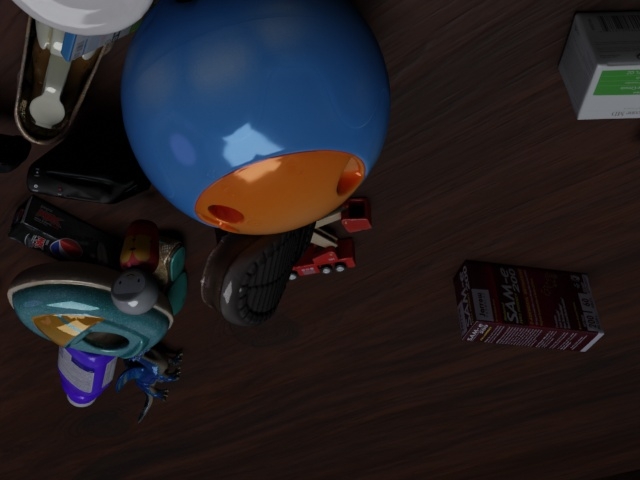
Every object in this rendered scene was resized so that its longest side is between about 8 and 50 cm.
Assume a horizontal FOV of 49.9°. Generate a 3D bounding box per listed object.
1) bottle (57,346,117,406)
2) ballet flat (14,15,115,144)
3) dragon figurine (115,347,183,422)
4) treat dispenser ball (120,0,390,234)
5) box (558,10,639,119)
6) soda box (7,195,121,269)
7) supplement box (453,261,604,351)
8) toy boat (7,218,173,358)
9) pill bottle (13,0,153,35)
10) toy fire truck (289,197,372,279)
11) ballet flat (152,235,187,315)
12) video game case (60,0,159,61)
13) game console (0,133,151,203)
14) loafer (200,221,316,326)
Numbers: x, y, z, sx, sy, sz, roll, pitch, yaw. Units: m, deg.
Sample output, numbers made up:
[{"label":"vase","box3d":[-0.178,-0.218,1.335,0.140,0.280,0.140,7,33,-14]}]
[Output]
[{"label":"bottle","box3d":[-0.484,0.259,1.424,0.118,0.092,0.283,40,140,10]},{"label":"ballet flat","box3d":[-0.292,-0.224,0.797,0.108,0.106,0.316,15,140,-20]},{"label":"dragon figurine","box3d":[-0.388,0.281,1.473,0.144,0.085,0.289,19,134,-21]},{"label":"treat dispenser ball","box3d":[-0.068,-0.149,0.749,0.288,0.288,0.288,0,143,0]},{"label":"box","box3d":[0.356,-0.210,0.827,0.101,0.102,0.087,-2,145,0]},{"label":"soda box","box3d":[-0.414,-0.002,1.125,0.053,0.060,0.169,-30,134,32]},{"label":"supplement box","box3d":[0.369,0.119,1.235,0.240,0.130,0.073,6,143,-10]},{"label":"toy boat","box3d":[-0.341,0.099,1.087,0.268,0.148,0.318,20,139,-30]},{"label":"pill bottle","box3d":[-0.194,-0.298,0.600,0.131,0.229,0.131,-1,142,0]},{"label":"toy fire truck","box3d":[0.000,0.000,1.143,0.192,0.047,0.135,-10,141,14]},{"label":"ballet flat","box3d":[-0.275,0.058,1.215,0.067,0.073,0.206,27,140,10]},{"label":"video game case","box3d":[-0.188,-0.249,0.715,0.015,0.166,0.119,55,151,-4]},{"label":"game console","box3d":[-0.398,-0.109,0.877,0.361,0.213,0.043,8,104,-13]},{"label":"loafer","box3d":[-0.095,0.002,0.932,0.130,0.366,0.133,17,109,6]}]
